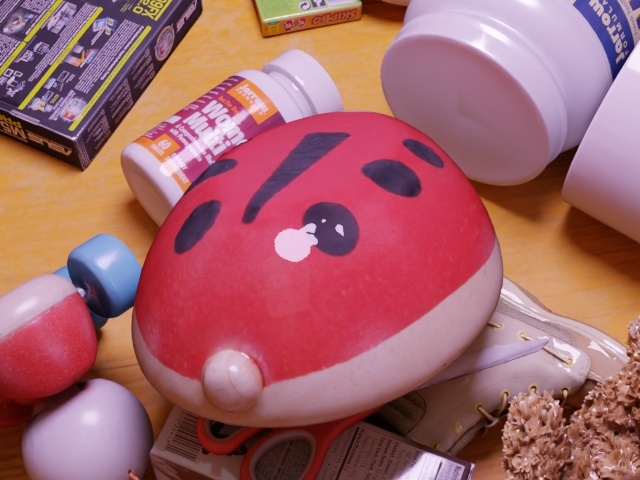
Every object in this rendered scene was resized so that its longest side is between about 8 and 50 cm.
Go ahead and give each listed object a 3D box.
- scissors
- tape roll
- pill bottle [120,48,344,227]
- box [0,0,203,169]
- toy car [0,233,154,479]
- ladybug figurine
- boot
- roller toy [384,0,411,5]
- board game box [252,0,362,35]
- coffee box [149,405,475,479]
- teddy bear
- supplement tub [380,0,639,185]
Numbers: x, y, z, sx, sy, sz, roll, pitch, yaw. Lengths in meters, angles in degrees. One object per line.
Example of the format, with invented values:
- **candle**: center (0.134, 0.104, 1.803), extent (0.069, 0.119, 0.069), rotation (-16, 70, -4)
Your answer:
- **scissors**: center (0.044, 0.113, 0.828), extent (0.297, 0.021, 0.109), rotation (-27, 60, -17)
- **tape roll**: center (0.372, -0.104, 0.989), extent (0.169, 0.246, 0.246), rotation (33, 64, 17)
- **pill bottle**: center (-0.089, -0.103, 1.057), extent (0.221, 0.121, 0.121), rotation (-38, 66, -20)
- **box**: center (-0.297, -0.233, 1.170), extent (0.216, 0.060, 0.270), rotation (23, 62, 12)
- **toy car**: center (-0.230, 0.158, 0.895), extent (0.219, 0.210, 0.238), rotation (-35, 93, -34)
- **ladybug figurine**: center (0.000, 0.000, 0.860), extent (0.305, 0.161, 0.449), rotation (1, 22, 14)
- **boot**: center (0.170, 0.151, 0.918), extent (0.262, 0.095, 0.203), rotation (34, 62, 22)
- **roller toy**: center (0.099, -0.381, 1.203), extent (0.210, 0.146, 0.191), rotation (8, 50, -11)
- **board game box**: center (-0.042, -0.371, 1.267), extent (0.124, 0.039, 0.259), rotation (-12, 63, -8)
- **coffee box**: center (-0.009, 0.212, 0.859), extent (0.247, 0.141, 0.098), rotation (20, 59, 10)
- **teddy bear**: center (0.237, 0.219, 0.836), extent (0.245, 0.113, 0.337), rotation (23, 90, -21)
- **supplement tub**: center (0.236, -0.238, 1.073), extent (0.235, 0.235, 0.325), rotation (32, 64, 17)
